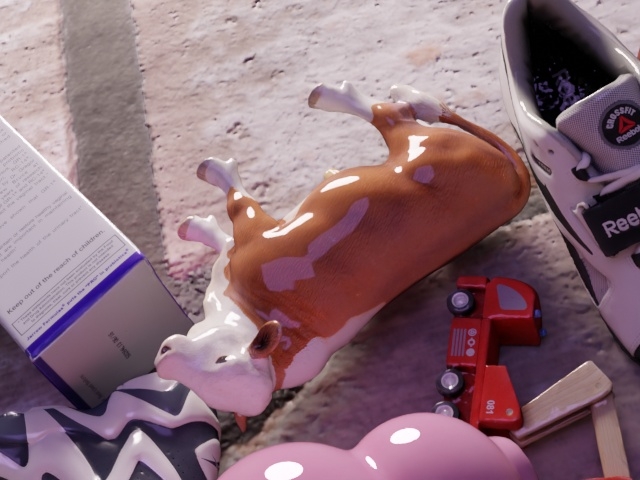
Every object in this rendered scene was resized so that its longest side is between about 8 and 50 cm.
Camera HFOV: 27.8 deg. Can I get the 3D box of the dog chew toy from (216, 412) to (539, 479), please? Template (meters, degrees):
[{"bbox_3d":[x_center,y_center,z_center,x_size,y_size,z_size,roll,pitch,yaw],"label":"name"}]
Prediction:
[{"bbox_3d":[-0.018,0.215,0.753,0.331,0.207,0.207,-28,54,-13],"label":"dog chew toy"}]

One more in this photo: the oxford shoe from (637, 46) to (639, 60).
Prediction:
[{"bbox_3d":[0.371,-0.058,0.880,0.130,0.123,0.348,-23,46,-32],"label":"oxford shoe"}]

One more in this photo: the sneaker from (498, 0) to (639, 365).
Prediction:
[{"bbox_3d":[0.206,-0.033,0.859,0.122,0.146,0.331,-34,65,6],"label":"sneaker"}]

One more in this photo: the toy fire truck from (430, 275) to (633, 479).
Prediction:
[{"bbox_3d":[0.146,0.112,0.864,0.135,0.047,0.192,1,58,18],"label":"toy fire truck"}]

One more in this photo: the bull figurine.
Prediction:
[{"bbox_3d":[0.000,0.000,0.942,0.310,0.101,0.188,-30,58,-15],"label":"bull figurine"}]

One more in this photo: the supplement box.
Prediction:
[{"bbox_3d":[-0.216,0.017,1.006,0.114,0.111,0.220,-43,56,-11],"label":"supplement box"}]

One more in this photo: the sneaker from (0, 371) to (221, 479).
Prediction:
[{"bbox_3d":[-0.173,0.196,0.888,0.234,0.094,0.153,-16,46,-4],"label":"sneaker"}]
